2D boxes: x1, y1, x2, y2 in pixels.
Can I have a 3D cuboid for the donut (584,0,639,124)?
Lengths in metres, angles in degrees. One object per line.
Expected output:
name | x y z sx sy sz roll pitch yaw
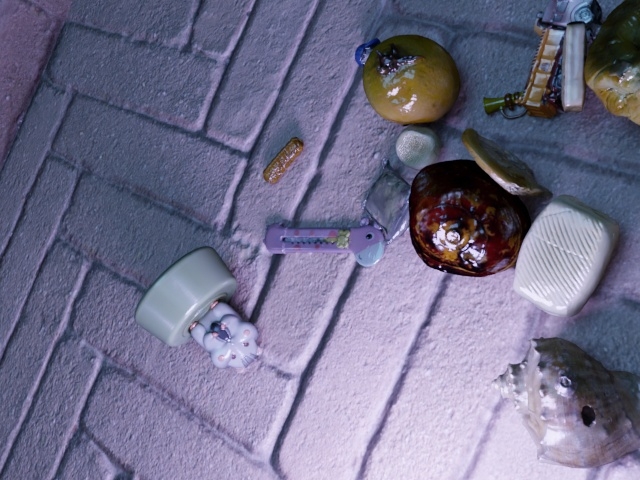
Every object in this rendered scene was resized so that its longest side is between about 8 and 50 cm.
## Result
donut | 0.703 -0.379 1.584 0.360 0.170 0.360 -34 32 25

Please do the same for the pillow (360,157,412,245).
pillow | 0.177 -0.095 1.951 0.255 0.059 0.169 -120 49 -63

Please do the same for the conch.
conch | 0.496 0.331 1.580 0.324 0.186 0.263 6 97 38

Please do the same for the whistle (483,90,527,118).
whistle | 0.442 -0.321 1.892 0.109 0.046 0.057 -5 59 29

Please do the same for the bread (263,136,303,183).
bread | -0.105 -0.227 2.260 0.157 0.044 0.052 -48 57 15

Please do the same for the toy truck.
toy truck | 0.540 -0.415 1.806 0.135 0.114 0.270 18 89 33

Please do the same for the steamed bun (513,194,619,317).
steamed bun | 0.518 0.033 1.669 0.170 0.153 0.238 30 110 31

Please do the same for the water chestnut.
water chestnut | 0.326 -0.050 1.765 0.289 0.289 0.244 13 74 38

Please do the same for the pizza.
pizza | 0.416 -0.151 1.728 0.034 0.262 0.181 -51 36 27

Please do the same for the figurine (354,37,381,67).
figurine | 0.150 -0.475 2.144 0.136 0.077 0.079 58 147 17

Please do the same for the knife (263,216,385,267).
knife | -0.001 0.000 2.119 0.399 0.038 0.132 1 74 37

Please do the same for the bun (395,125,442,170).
bun | 0.245 -0.232 1.984 0.115 0.069 0.115 6 105 26

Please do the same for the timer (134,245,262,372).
timer | -0.294 0.220 2.159 0.315 0.291 0.290 43 104 12

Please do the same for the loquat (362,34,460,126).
loquat | 0.218 -0.395 1.954 0.244 0.244 0.243 -11 70 33

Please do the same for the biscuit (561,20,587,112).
biscuit | 0.541 -0.369 1.702 0.052 0.056 0.187 1 88 15
